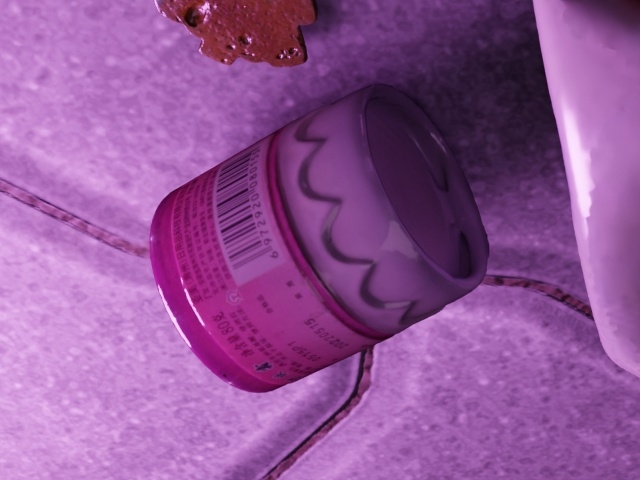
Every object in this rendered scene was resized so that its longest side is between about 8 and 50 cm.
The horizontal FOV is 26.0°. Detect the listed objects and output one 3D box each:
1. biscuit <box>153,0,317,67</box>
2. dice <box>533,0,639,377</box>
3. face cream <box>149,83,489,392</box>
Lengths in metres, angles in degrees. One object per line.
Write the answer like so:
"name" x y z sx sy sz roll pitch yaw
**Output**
"biscuit" -0.047 -0.174 0.961 0.119 0.019 0.130 23 131 -19
"dice" 0.300 -0.092 0.860 0.304 0.277 0.304 -9 136 13
"face cream" 0.000 0.000 1.020 0.195 0.175 0.175 -26 128 27
